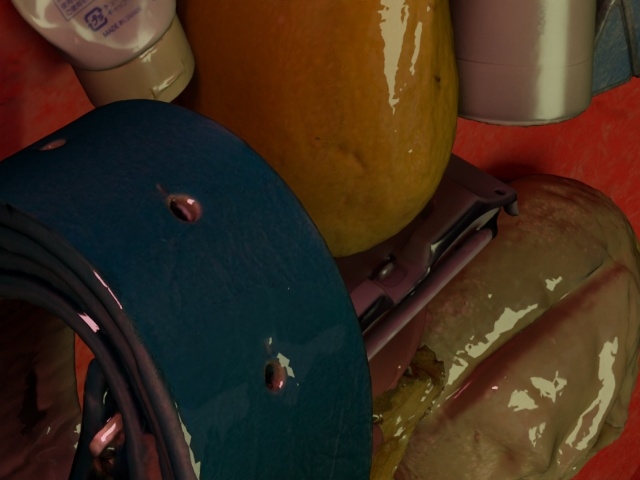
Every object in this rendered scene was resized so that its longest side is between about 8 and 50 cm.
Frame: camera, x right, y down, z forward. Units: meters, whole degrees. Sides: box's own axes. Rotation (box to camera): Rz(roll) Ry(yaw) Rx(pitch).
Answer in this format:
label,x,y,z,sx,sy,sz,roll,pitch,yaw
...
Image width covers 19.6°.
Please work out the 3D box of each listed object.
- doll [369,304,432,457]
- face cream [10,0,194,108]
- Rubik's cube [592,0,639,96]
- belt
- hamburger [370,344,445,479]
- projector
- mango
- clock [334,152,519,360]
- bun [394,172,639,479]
label,x,y,z,sx,sy,sz,roll,pitch,yaw
doll,0.024,0.052,1.482,0.211,0.093,0.262,-16,105,-49
face cream,-0.134,-0.170,1.039,0.114,0.070,0.224,-48,143,-22
Rubik's cube,0.182,-0.245,1.321,0.205,0.207,0.205,-23,140,-48
belt,-0.129,0.119,1.113,0.173,0.300,0.436,-29,149,-41
hamburger,-0.026,0.201,1.608,0.211,0.132,0.309,3,119,-62
projector,0.126,-0.245,1.159,0.108,0.108,0.338,-25,121,-48
mango,-0.006,-0.131,1.148,0.142,0.195,0.332,-39,140,-40
clock,0.000,0.000,1.335,0.253,0.186,0.083,-44,149,-24
bun,0.197,0.117,1.807,0.365,0.219,0.365,-45,154,-29
